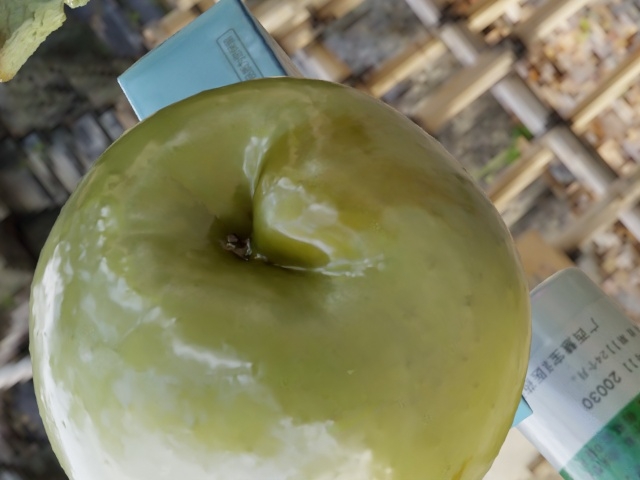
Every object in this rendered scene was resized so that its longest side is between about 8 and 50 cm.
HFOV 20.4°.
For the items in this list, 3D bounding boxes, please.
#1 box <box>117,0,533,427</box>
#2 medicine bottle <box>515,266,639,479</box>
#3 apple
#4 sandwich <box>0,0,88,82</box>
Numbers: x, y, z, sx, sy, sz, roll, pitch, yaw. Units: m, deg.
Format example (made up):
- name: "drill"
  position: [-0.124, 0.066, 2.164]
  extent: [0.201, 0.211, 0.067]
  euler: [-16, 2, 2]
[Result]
- name: "box"
  position: [0.000, 0.000, 0.891]
  extent: [0.142, 0.083, 0.232]
  euler: [46, -172, -50]
- name: "medicine bottle"
  position: [0.201, 0.134, 1.003]
  extent: [0.260, 0.095, 0.095]
  euler: [46, 162, 12]
- name: "apple"
  position: [-0.017, 0.040, 0.658]
  extent: [0.200, 0.200, 0.200]
  euler: [45, 161, 20]
- name: "sandwich"
  position: [-0.137, -0.149, 0.706]
  extent: [0.088, 0.090, 0.244]
  euler: [43, 168, 41]
